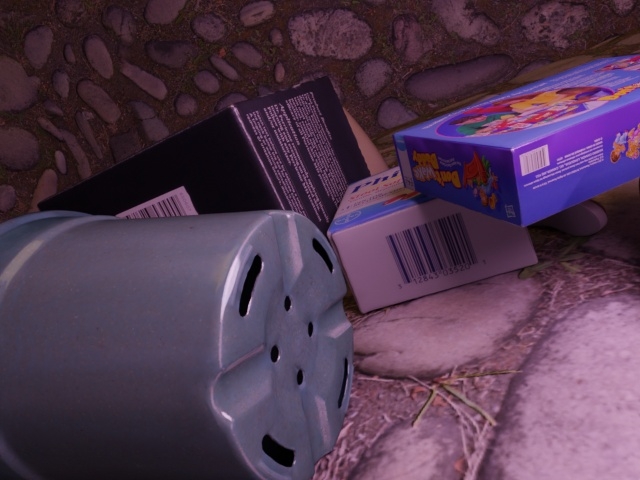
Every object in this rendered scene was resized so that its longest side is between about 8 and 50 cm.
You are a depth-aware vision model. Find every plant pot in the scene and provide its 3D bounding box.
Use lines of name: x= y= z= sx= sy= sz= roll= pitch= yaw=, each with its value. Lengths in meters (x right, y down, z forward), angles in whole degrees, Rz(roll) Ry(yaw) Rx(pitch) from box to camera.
plant pot: x=-0.161 y=0.111 z=0.503 sx=0.334 sy=0.341 sz=0.341 roll=-8 pitch=21 yaw=26
plant pot: x=0.059 y=-0.227 z=1.317 sx=0.256 sy=0.274 sz=0.256 roll=-23 pitch=15 yaw=6

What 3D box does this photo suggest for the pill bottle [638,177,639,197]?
pill bottle: x=0.398 y=-0.029 z=0.469 sx=0.117 sy=0.117 sz=0.215 roll=-12 pitch=19 yaw=37

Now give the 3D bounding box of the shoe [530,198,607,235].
shoe: x=0.373 y=-0.057 z=0.695 sx=0.081 sy=0.063 sz=0.178 roll=-32 pitch=12 yaw=-8

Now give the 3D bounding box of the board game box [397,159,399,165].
board game box: x=0.303 y=-0.215 z=1.193 sx=0.208 sy=0.056 sz=0.347 roll=-15 pitch=32 yaw=17

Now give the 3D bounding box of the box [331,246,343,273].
box: x=0.000 y=0.000 z=1.034 sx=0.257 sy=0.079 sz=0.322 roll=-11 pitch=21 yaw=45

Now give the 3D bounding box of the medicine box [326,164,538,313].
medicine box: x=0.175 y=-0.039 z=0.772 sx=0.264 sy=0.149 sz=0.289 roll=-19 pitch=17 yaw=17

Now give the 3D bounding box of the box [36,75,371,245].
box: x=-0.197 y=-0.097 z=0.978 sx=0.480 sy=0.297 sz=0.472 roll=-18 pitch=15 yaw=25

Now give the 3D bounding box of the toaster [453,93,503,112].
toaster: x=0.473 y=-0.357 z=1.408 sx=0.146 sy=0.129 sz=0.227 roll=-29 pitch=18 yaw=-7

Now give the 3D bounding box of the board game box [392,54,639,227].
board game box: x=0.296 y=-0.138 z=0.547 sx=0.347 sy=0.078 sz=0.233 roll=-22 pitch=21 yaw=-11
